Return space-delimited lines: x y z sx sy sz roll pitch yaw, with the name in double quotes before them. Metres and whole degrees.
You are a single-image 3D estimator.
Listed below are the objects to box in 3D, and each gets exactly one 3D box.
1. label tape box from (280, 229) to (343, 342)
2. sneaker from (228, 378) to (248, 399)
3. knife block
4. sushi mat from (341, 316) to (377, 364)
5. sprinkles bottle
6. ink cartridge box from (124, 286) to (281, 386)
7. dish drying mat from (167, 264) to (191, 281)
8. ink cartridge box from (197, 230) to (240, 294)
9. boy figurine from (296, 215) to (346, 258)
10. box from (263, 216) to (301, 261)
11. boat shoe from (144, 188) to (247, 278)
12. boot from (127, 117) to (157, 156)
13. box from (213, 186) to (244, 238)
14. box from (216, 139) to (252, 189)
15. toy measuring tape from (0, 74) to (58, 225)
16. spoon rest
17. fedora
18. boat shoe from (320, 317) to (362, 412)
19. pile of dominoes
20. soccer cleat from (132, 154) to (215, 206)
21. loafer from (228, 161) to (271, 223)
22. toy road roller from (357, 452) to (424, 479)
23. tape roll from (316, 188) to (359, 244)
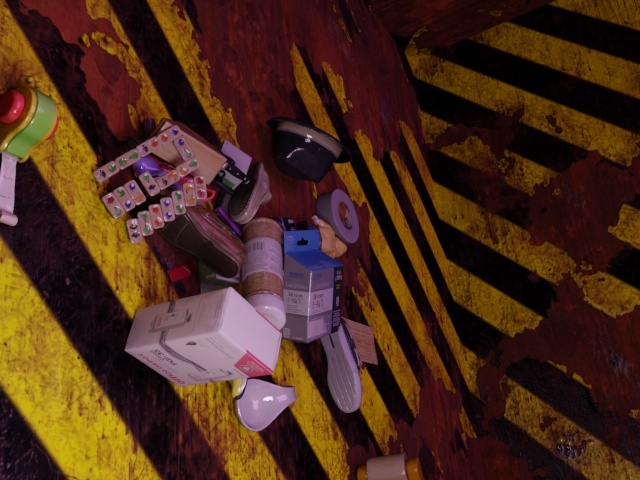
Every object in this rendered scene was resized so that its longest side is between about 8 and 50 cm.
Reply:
"label tape box" -0.022 0.137 2.125 0.240 0.105 0.334 -6 99 -63
"sneaker" -0.238 0.317 1.745 0.094 0.081 0.209 2 53 -15
"knife block" -0.310 -0.209 1.753 0.242 0.088 0.276 36 6 -1
"sushi mat" 0.128 0.371 2.482 0.316 0.019 0.152 27 52 -54
"sprinkles bottle" -0.161 0.092 1.863 0.121 0.121 0.356 50 23 -38
"ink cartridge box" -0.264 0.228 1.519 0.207 0.282 0.117 48 39 -40
"dish drying mat" -0.363 0.084 1.722 0.083 0.008 0.032 -22 95 -64
"ink cartridge box" -0.279 0.071 1.832 0.109 0.062 0.209 21 56 -58
"boy figurine" 0.000 0.000 2.383 0.285 0.092 0.177 18 58 -60
"box" -0.140 0.006 2.122 0.180 0.077 0.148 0 74 -63
"boat shoe" -0.319 -0.032 1.728 0.307 0.110 0.104 46 35 -17
"boot" -0.458 -0.280 1.728 0.106 0.037 0.114 53 33 -59
"box" -0.265 -0.095 1.999 0.116 0.029 0.162 53 33 -35
"box" -0.272 -0.217 1.961 0.101 0.087 0.102 34 41 -22
"toy measuring tape" -0.589 -0.196 1.339 0.121 0.121 0.330 29 49 -54
"spoon rest" -0.144 0.440 1.844 0.276 0.084 0.137 4 71 -63
"fedora" -0.059 -0.295 2.324 0.334 0.334 0.153 30 79 -54
"boat shoe" 0.089 0.407 2.262 0.119 0.121 0.335 7 66 -52
"pile of dominoes" -0.392 -0.133 1.590 0.251 0.040 0.196 -36 106 -20
"soccer cleat" -0.380 -0.161 1.737 0.248 0.095 0.083 38 46 -50
"loafer" -0.197 -0.134 2.006 0.092 0.101 0.269 50 32 -28
"toy road roller" 0.266 0.859 2.266 0.240 0.202 0.330 -34 110 -75
"tape roll" 0.068 -0.086 2.586 0.219 0.072 0.219 42 39 -47
